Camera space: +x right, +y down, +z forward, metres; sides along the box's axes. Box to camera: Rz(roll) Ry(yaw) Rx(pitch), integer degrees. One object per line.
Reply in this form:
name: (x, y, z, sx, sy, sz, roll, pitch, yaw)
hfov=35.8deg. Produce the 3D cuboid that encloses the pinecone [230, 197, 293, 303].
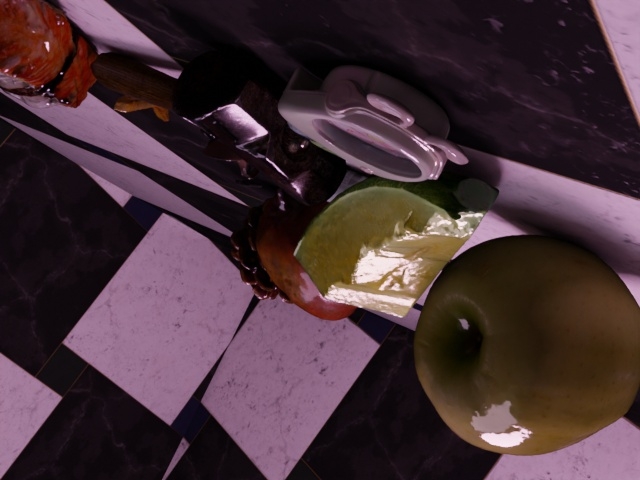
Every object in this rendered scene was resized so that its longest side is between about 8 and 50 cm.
pinecone: (-0.055, 0.012, 1.832, 0.207, 0.208, 0.208, 26, 173, 3)

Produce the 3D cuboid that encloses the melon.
melon: (0.108, -0.015, 1.142, 0.196, 0.124, 0.323, 6, 155, -19)

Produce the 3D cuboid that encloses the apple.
apple: (0.254, 0.122, 1.187, 0.279, 0.279, 0.279, 26, 173, 3)

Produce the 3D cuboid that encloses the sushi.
sushi: (-0.387, -0.250, 1.305, 0.130, 0.124, 0.332, 18, 175, 4)

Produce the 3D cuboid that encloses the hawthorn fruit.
hawthorn fruit: (0.000, 0.000, 1.571, 0.248, 0.208, 0.208, 49, 163, -28)

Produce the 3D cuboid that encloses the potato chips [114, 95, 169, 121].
potato chips: (-0.262, -0.201, 1.477, 0.026, 0.037, 0.204, 13, -174, 6)

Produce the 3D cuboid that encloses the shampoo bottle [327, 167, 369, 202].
shampoo bottle: (0.040, -0.071, 1.377, 0.195, 0.056, 0.056, 22, 172, 21)

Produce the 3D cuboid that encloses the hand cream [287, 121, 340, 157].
hand cream: (0.040, -0.109, 1.112, 0.175, 0.046, 0.095, 27, 165, -36)

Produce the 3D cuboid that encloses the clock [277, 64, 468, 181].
clock: (0.057, -0.113, 0.960, 0.151, 0.062, 0.191, 30, 171, -28)

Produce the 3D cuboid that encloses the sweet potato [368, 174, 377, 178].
sweet potato: (0.115, -0.053, 1.253, 0.117, 0.049, 0.049, 26, 173, 10)

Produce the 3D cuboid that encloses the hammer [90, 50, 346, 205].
hammer: (-0.163, -0.182, 1.251, 0.409, 0.095, 0.242, 27, 176, 41)

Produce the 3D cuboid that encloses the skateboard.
skateboard: (-0.111, -0.117, 1.394, 0.067, 0.080, 0.151, 14, -174, 24)
